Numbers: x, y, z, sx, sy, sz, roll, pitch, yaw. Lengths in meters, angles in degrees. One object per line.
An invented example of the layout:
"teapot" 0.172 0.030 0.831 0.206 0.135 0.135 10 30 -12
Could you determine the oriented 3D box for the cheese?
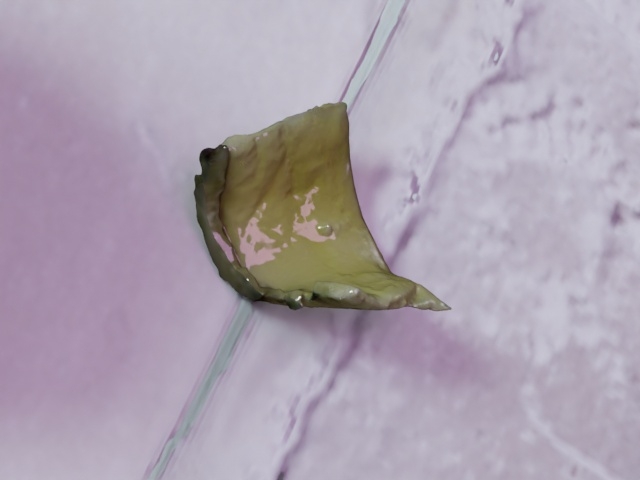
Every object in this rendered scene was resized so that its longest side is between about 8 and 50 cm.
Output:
"cheese" 0.000 0.001 0.659 0.060 0.041 0.084 -21 68 -39
